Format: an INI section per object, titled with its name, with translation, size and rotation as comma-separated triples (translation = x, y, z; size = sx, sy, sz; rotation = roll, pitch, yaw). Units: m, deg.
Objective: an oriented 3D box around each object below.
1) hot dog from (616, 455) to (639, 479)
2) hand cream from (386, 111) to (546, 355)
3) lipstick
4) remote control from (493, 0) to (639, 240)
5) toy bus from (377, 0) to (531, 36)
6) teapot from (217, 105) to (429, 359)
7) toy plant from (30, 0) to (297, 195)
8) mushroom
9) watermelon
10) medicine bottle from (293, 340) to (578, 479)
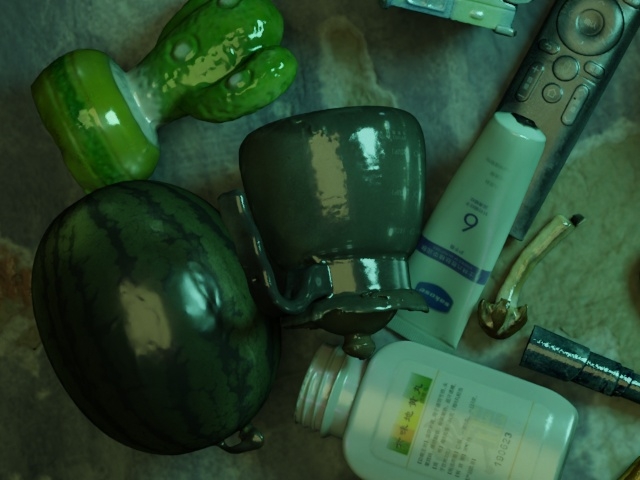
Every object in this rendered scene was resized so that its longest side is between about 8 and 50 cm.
[hot dog]
translation = 0.374, 0.319, 1.745
size = 0.071, 0.045, 0.165
rotation = 40, 95, 11
[hand cream]
translation = 0.177, -0.010, 1.760
size = 0.109, 0.067, 0.321
rotation = 29, 113, 10
[lipstick]
translation = 0.359, 0.167, 1.750
size = 0.234, 0.053, 0.053
rotation = 21, 92, 8
[remote control]
translation = 0.290, -0.189, 1.776
size = 0.107, 0.044, 0.378
rotation = 29, 94, 6
[toy bus]
translation = 0.180, -0.412, 1.690
size = 0.190, 0.152, 0.312
rotation = 12, 109, -8
[teapot]
translation = 0.024, -0.003, 1.679
size = 0.223, 0.305, 0.285
rotation = -9, 84, 7
[toy plant]
translation = -0.184, -0.198, 1.799
size = 0.316, 0.184, 0.224
rotation = -27, 46, 4
[mushroom]
translation = 0.255, 0.038, 1.771
size = 0.060, 0.061, 0.187
rotation = 34, 90, 14
[watermelon]
translation = -0.188, 0.102, 1.735
size = 0.279, 0.279, 0.359
rotation = -26, 94, 8
[medicine bottle]
translation = 0.135, 0.224, 1.753
size = 0.324, 0.124, 0.179
rotation = 18, 87, 9
